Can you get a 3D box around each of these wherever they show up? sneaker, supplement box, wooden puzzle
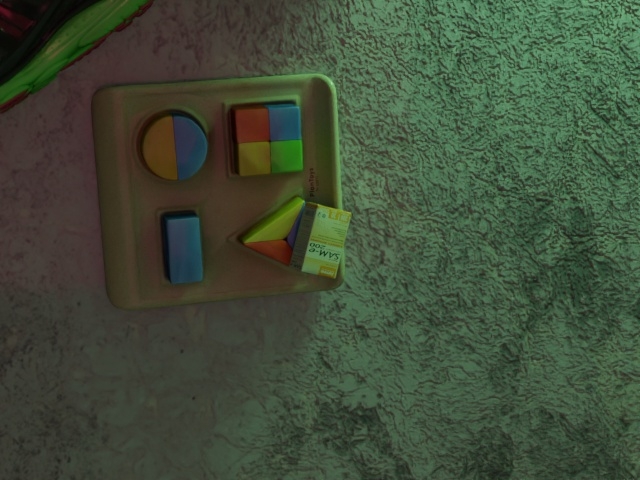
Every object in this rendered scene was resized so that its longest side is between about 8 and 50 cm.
[{"bbox_3d":[-0.420,-0.297,1.766,0.483,0.185,0.202,-37,97,-10],"label":"sneaker"},{"bbox_3d":[0.000,0.000,1.886,0.062,0.036,0.098,13,91,-35],"label":"supplement box"},{"bbox_3d":[-0.141,-0.066,1.889,0.348,0.080,0.322,-5,102,-8],"label":"wooden puzzle"}]
